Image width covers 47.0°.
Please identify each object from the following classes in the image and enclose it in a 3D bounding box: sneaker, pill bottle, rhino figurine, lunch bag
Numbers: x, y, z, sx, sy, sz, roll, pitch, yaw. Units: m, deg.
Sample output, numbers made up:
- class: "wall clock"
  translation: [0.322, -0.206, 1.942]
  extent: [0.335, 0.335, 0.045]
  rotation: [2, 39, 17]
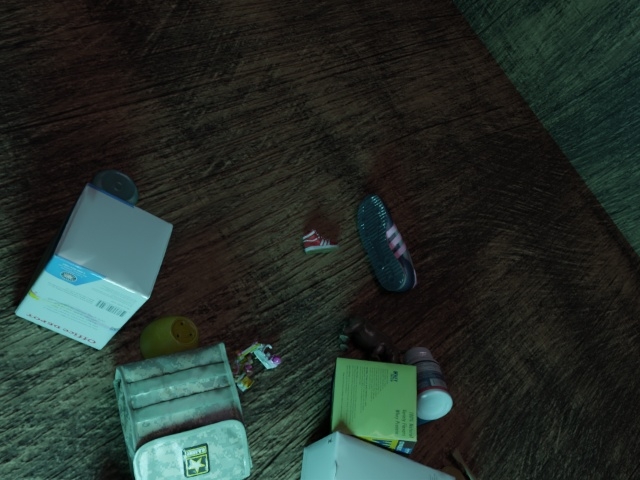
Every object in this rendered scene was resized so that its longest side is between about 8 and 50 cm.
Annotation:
- class: "sneaker"
  translation: [0.000, 0.000, 2.109]
  extent: [0.118, 0.042, 0.067]
  rotation: [-4, 69, -38]
- class: "pill bottle"
  translation: [0.277, 0.374, 1.952]
  extent: [0.108, 0.108, 0.180]
  rotation: [26, 28, -24]
- class: "rhino figurine"
  translation: [0.154, 0.291, 2.019]
  extent: [0.243, 0.073, 0.106]
  rotation: [37, 48, -16]
- class: "sneaker"
  translation: [0.206, 0.013, 2.239]
  extent: [0.131, 0.112, 0.319]
  rotation: [15, 55, -52]
- class: "lunch bag"
  translation: [-0.284, 0.383, 1.514]
  extent: [0.235, 0.169, 0.287]
  rotation: [-10, 69, -23]

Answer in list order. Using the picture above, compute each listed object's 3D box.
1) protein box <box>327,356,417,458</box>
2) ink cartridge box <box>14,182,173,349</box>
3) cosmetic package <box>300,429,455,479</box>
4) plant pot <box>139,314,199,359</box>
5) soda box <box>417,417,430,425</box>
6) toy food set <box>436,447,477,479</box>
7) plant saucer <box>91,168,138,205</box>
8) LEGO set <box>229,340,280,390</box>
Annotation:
- class: "protein box"
  translation: [0.127, 0.415, 1.814]
  extent: [0.201, 0.136, 0.199]
  rotation: [6, 54, -1]
- class: "ink cartridge box"
  translation: [-0.470, 0.061, 1.527]
  extent: [0.198, 0.270, 0.197]
  rotation: [28, 47, -22]
- class: "cosmetic package"
  translation: [0.138, 0.611, 1.736]
  extent: [0.366, 0.155, 0.197]
  rotation: [27, 48, -22]
- class: "plant pot"
  translation: [-0.326, 0.222, 1.662]
  extent: [0.134, 0.095, 0.134]
  rotation: [21, 52, -28]
- class: "soda box"
  translation: [0.235, 0.469, 1.970]
  extent: [0.210, 0.067, 0.071]
  rotation: [-7, 67, -42]
- class: "toy food set"
  translation: [0.346, 0.661, 1.962]
  extent: [0.132, 0.038, 0.192]
  rotation: [56, 38, -4]
- class: "plant saucer"
  translation: [-0.500, -0.129, 1.807]
  extent: [0.119, 0.021, 0.119]
  rotation: [21, 51, -28]
- class: "LEGO set"
  translation: [-0.187, 0.331, 1.693]
  extent: [0.132, 0.107, 0.287]
  rotation: [40, 45, -11]
